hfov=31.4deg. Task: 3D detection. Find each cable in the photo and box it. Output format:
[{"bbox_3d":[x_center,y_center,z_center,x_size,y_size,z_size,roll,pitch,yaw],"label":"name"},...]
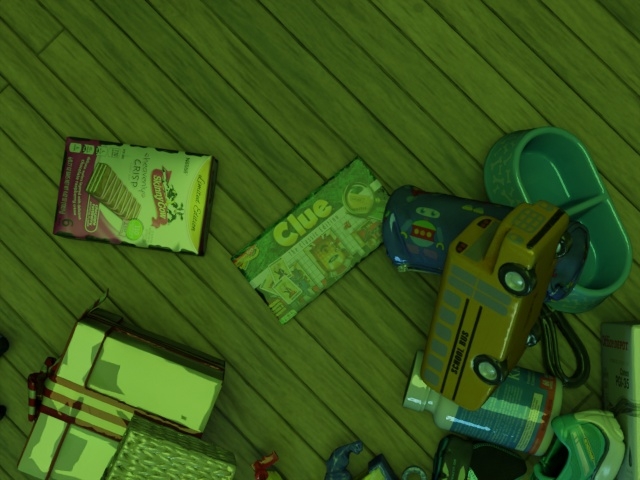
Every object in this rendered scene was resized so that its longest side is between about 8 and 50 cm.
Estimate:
[{"bbox_3d":[0.332,0.089,1.758,0.139,0.072,0.287,-40,98,-16],"label":"cable"}]

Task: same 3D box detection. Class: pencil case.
[{"bbox_3d":[0.229,0.007,1.642,0.306,0.119,0.133,14,82,34],"label":"pencil case"}]

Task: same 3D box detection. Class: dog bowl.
[{"bbox_3d":[0.364,-0.037,1.707,0.166,0.074,0.297,-23,87,-22],"label":"dog bowl"}]

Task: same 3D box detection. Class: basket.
[{"bbox_3d":[-0.201,0.312,1.516,0.167,0.113,0.103,21,89,-8],"label":"basket"}]

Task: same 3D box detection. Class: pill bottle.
[{"bbox_3d":[0.241,0.236,1.707,0.222,0.124,0.124,15,89,3],"label":"pill bottle"}]

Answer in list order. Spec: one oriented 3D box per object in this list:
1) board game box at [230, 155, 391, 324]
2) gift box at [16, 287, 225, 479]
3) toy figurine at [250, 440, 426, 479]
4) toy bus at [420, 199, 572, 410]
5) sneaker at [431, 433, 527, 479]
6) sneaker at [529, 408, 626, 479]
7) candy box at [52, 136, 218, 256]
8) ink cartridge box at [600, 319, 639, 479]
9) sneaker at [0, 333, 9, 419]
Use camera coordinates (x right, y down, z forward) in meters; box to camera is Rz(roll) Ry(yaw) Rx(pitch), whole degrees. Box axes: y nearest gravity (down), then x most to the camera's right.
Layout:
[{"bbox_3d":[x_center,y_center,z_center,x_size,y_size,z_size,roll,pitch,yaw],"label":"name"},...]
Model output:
[{"bbox_3d":[0.000,0.000,1.779,0.260,0.030,0.136,-40,84,1],"label":"board game box"},{"bbox_3d":[-0.292,0.225,1.684,0.258,0.255,0.276,21,85,-5],"label":"gift box"},{"bbox_3d":[0.082,0.428,1.684,0.217,0.191,0.362,-33,87,-4],"label":"toy figurine"},{"bbox_3d":[0.231,0.084,1.530,0.130,0.332,0.108,31,49,23],"label":"toy bus"},{"bbox_3d":[0.223,0.469,1.699,0.140,0.125,0.340,9,89,2],"label":"sneaker"},{"bbox_3d":[0.356,0.353,1.663,0.110,0.107,0.275,1,121,-9],"label":"sneaker"},{"bbox_3d":[-0.287,-0.068,1.776,0.234,0.071,0.159,7,87,3],"label":"candy box"},{"bbox_3d":[0.486,0.257,1.651,0.117,0.207,0.282,-1,87,1],"label":"ink cartridge box"},{"bbox_3d":[-0.576,0.277,1.750,0.147,0.130,0.330,20,89,6],"label":"sneaker"}]
